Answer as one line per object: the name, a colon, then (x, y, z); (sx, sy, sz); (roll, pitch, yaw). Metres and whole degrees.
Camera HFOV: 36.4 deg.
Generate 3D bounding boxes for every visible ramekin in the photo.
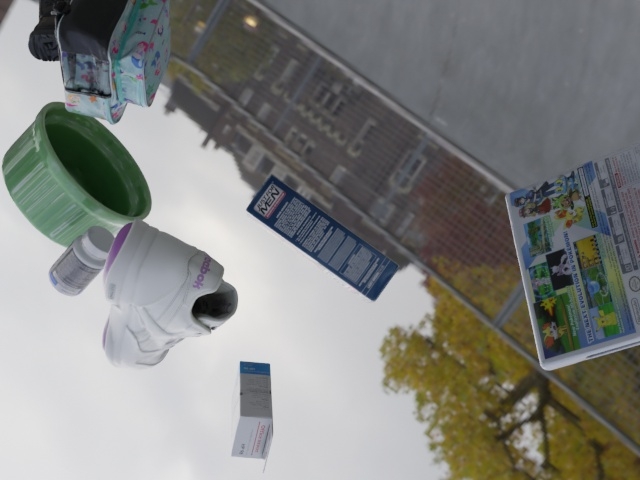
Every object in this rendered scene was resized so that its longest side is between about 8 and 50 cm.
ramekin: (-0.508, -0.123, 2.010); (0.303, 0.148, 0.303); (46, -161, -21)

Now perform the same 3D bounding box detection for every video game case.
video game case: (0.473, 0.019, 1.607); (0.036, 0.299, 0.329); (26, -131, -49)

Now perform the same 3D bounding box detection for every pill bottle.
pill bottle: (-0.448, 0.038, 1.843); (0.078, 0.137, 0.078); (34, -149, -24)

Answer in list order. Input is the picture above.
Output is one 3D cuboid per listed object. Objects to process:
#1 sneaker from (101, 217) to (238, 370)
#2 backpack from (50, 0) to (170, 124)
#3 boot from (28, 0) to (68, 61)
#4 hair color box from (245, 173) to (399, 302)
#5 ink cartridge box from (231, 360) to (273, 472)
sneaker: (-0.181, 0.093, 1.167); (0.152, 0.114, 0.305); (18, 152, 0)
backpack: (-0.367, -0.334, 1.722); (0.191, 0.253, 0.225); (17, -124, -6)
boot: (-0.454, -0.446, 1.955); (0.246, 0.094, 0.207); (1, -132, -2)
hair color box: (0.000, 0.000, 2.185); (0.347, 0.105, 0.174); (36, 175, 0)
ink cartridge box: (-0.123, 0.313, 1.736); (0.060, 0.104, 0.180); (8, -147, -10)
